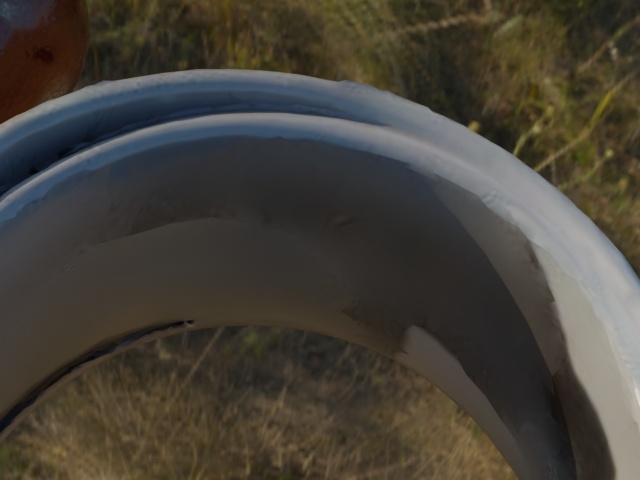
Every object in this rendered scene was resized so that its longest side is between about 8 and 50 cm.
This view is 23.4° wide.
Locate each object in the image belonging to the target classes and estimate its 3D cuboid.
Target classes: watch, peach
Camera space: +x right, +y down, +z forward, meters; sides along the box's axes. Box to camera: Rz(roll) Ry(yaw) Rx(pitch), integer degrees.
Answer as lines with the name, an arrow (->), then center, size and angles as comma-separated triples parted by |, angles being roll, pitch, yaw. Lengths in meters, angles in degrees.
watch -> -0.024, 0.101, 0.365 | 0.231, 0.196, 0.244 | -21, 64, -20
peach -> -0.311, -0.184, 1.299 | 0.243, 0.199, 0.243 | 2, 82, -17
